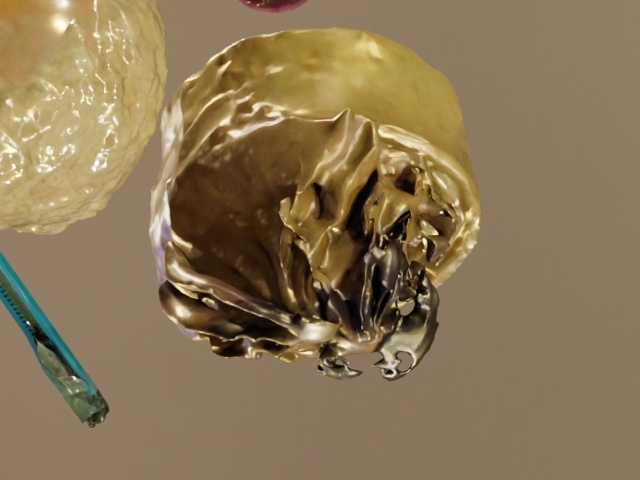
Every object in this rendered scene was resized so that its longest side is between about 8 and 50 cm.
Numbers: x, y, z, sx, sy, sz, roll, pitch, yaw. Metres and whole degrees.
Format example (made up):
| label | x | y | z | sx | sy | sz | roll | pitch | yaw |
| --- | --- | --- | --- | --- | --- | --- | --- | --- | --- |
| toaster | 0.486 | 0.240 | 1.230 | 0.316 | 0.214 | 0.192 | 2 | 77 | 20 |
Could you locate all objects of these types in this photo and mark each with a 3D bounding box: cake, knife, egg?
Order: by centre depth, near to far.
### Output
| label | x | y | z | sx | sy | sz | roll | pitch | yaw |
| --- | --- | --- | --- | --- | --- | --- | --- | --- | --- |
| egg | -0.248 | -0.130 | 1.086 | 0.310 | 0.279 | 0.279 | 15 | -86 | 44 |
| knife | -0.283 | 0.070 | 1.420 | 0.044 | 0.297 | 0.026 | -9 | -147 | 39 |
| cake | -0.001 | 0.006 | 1.422 | 0.332 | 0.332 | 0.321 | -34 | -139 | 34 |

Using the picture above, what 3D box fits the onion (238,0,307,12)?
| label | x | y | z | sx | sy | sz | roll | pitch | yaw |
| --- | --- | --- | --- | --- | --- | --- | --- | --- | --- |
| onion | -0.055 | -0.306 | 1.683 | 0.115 | 0.104 | 0.115 | -1 | -124 | 2 |
